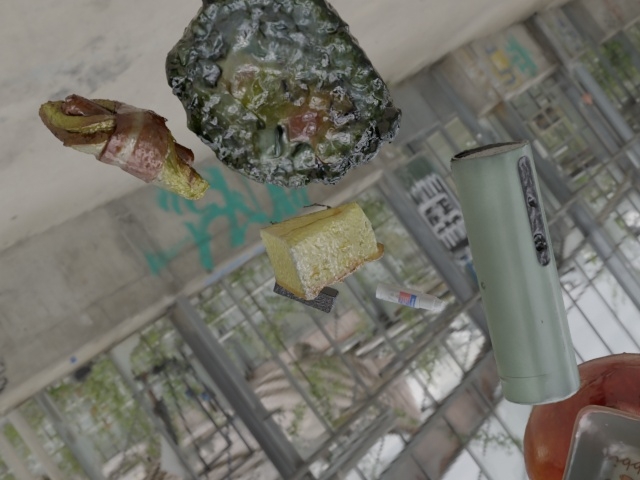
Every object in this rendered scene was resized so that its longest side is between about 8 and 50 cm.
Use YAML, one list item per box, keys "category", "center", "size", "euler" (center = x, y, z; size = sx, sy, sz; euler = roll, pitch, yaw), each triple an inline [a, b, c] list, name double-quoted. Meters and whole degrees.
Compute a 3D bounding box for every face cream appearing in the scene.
- category: "face cream"
  center: [0.172, 0.109, 1.648]
  size: [0.034, 0.130, 0.034]
  euler: [13, 90, -75]

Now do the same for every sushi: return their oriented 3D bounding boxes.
- category: "sushi"
  center: [-0.067, -0.243, 1.363]
  size: [0.294, 0.352, 0.178]
  euler: [-37, -166, 12]

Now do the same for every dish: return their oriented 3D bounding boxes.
- category: "dish"
  center: [0.287, 0.271, 0.782]
  size: [0.151, 0.077, 0.213]
  euler: [11, -104, 44]

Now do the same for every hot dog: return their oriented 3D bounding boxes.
- category: "hot dog"
  center: [-0.266, -0.148, 1.242]
  size: [0.093, 0.261, 0.123]
  euler: [-57, -151, 13]

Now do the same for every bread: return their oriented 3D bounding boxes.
- category: "bread"
  center: [0.000, 0.000, 0.941]
  size: [0.109, 0.084, 0.080]
  euler: [-30, -154, -16]

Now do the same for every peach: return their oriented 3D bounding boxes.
- category: "peach"
  center: [0.525, 0.361, 1.465]
  size: [0.370, 0.370, 0.370]
  euler: [-36, 178, -2]

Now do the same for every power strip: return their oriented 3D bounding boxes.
- category: "power strip"
  center: [-0.026, 0.088, 1.483]
  size: [0.029, 0.111, 0.038]
  euler: [-54, 161, -61]

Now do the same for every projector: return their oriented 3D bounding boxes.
- category: "projector"
  center: [0.256, 0.042, 1.134]
  size: [0.108, 0.338, 0.108]
  euler: [-14, -172, 2]
